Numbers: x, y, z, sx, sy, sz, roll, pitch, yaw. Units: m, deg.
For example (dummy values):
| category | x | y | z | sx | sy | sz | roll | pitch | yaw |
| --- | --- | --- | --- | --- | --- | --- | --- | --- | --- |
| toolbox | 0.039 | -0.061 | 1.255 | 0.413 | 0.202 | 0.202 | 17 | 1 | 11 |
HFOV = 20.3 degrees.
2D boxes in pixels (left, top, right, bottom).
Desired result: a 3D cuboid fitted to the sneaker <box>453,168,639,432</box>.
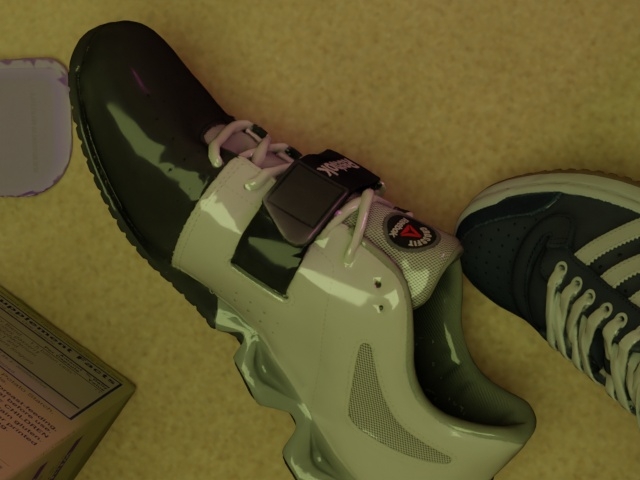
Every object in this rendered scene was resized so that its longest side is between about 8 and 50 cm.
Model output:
| category | x | y | z | sx | sy | sz | roll | pitch | yaw |
| --- | --- | --- | --- | --- | --- | --- | --- | --- | --- |
| sneaker | 0.158 | 0.057 | 0.900 | 0.282 | 0.153 | 0.099 | 18 | 136 | 34 |

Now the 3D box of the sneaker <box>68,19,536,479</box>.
| category | x | y | z | sx | sy | sz | roll | pitch | yaw |
| --- | --- | --- | --- | --- | --- | --- | --- | --- | --- |
| sneaker | 0.000 | 0.000 | 0.975 | 0.146 | 0.122 | 0.330 | -31 | 100 | 33 |

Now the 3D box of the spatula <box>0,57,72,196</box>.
| category | x | y | z | sx | sy | sz | roll | pitch | yaw |
| --- | --- | --- | --- | --- | --- | --- | --- | --- | --- |
| spatula | -0.296 | -0.067 | 1.088 | 0.297 | 0.030 | 0.084 | 0 | 101 | 12 |

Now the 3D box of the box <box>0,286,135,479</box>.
| category | x | y | z | sx | sy | sz | roll | pitch | yaw |
| --- | --- | --- | --- | --- | --- | --- | --- | --- | --- |
| box | -0.240 | 0.156 | 0.999 | 0.117 | 0.243 | 0.213 | 36 | 105 | 6 |
